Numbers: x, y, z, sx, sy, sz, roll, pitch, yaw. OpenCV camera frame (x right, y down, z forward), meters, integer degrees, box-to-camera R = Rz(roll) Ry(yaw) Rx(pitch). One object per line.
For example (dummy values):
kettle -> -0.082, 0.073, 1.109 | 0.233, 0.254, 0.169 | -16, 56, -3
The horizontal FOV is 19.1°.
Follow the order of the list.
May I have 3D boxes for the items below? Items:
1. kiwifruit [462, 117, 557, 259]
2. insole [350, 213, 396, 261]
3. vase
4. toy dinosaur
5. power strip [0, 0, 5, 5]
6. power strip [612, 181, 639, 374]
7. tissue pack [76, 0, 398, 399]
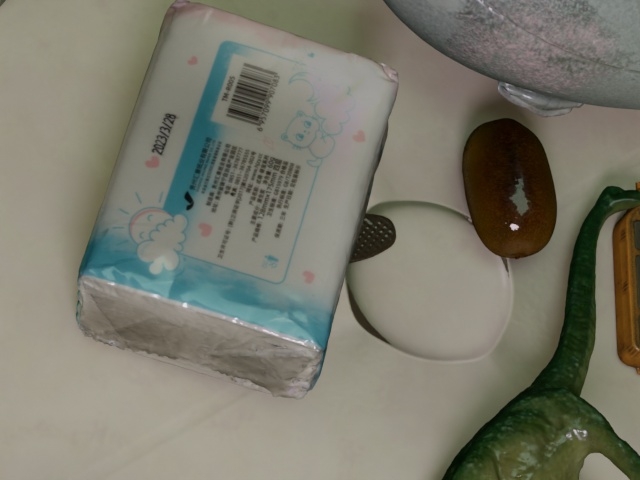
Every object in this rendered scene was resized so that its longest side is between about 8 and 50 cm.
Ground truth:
kiwifruit -> 0.157, -0.044, 1.583 | 0.075, 0.075, 0.124 | 2, 67, -17
insole -> 0.000, 0.000, 1.549 | 0.135, 0.002, 0.045 | -6, 66, -20
vase -> 0.277, -0.200, 1.608 | 0.445, 0.250, 0.250 | 24, 59, -11
toy dinosaur -> 0.132, 0.133, 1.484 | 0.447, 0.087, 0.301 | -23, 57, -15
power strip -> -0.276, -0.236, 1.560 | 0.075, 0.042, 0.175 | 33, 59, -1
power strip -> 0.276, 0.029, 1.607 | 0.049, 0.028, 0.178 | 9, 61, -12
tissue pack -> -0.064, -0.032, 1.474 | 0.201, 0.124, 0.271 | 19, 61, -4
